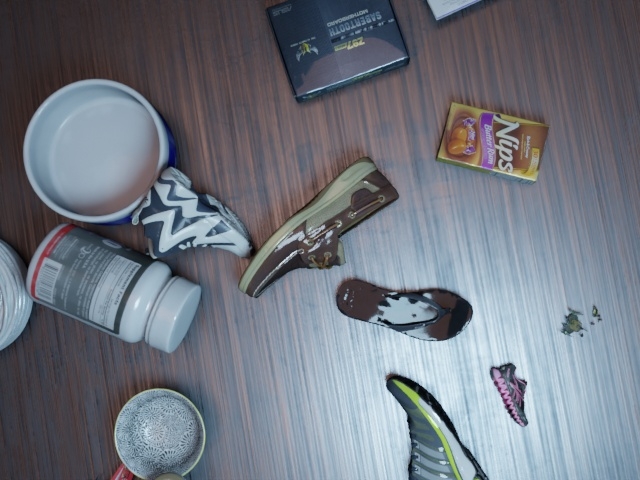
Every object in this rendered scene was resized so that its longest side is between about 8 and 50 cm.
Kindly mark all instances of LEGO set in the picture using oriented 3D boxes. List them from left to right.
[{"bbox_3d":[0.474,0.150,1.405,0.083,0.023,0.054,-7,89,-8],"label":"LEGO set"}]

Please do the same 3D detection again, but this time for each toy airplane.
[{"bbox_3d":[-0.369,0.494,1.457,0.151,0.028,0.151,0,88,6],"label":"toy airplane"}]

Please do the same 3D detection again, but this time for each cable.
[{"bbox_3d":[-0.688,0.108,1.477,0.257,0.089,0.257,43,92,5],"label":"cable"}]

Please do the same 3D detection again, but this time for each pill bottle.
[{"bbox_3d":[-0.376,0.090,1.413,0.283,0.161,0.161,22,89,5],"label":"pill bottle"}]

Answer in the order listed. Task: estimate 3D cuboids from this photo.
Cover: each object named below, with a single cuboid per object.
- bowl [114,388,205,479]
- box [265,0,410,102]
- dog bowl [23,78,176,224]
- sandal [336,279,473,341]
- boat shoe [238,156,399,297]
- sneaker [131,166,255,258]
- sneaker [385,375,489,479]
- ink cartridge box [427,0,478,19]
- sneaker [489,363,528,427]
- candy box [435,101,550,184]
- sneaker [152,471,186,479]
[{"bbox_3d":[-0.290,0.357,1.431,0.170,0.080,0.170,0,87,5],"label":"bowl"},{"bbox_3d":[0.033,-0.386,1.451,0.232,0.059,0.184,-18,87,4],"label":"box"},{"bbox_3d":[-0.408,-0.161,1.437,0.264,0.104,0.265,0,86,4],"label":"dog bowl"},{"bbox_3d":[0.154,0.132,1.415,0.254,0.054,0.097,7,88,6],"label":"sandal"},{"bbox_3d":[0.000,0.000,1.407,0.342,0.123,0.123,-42,83,-4],"label":"boat shoe"},{"bbox_3d":[-0.244,-0.010,1.411,0.153,0.094,0.235,-42,128,11],"label":"sneaker"},{"bbox_3d":[0.196,0.382,1.375,0.121,0.111,0.300,-33,83,7],"label":"sneaker"},{"bbox_3d":[0.268,-0.542,1.445,0.206,0.045,0.208,-23,84,3],"label":"ink cartridge box"},{"bbox_3d":[0.358,0.281,1.398,0.057,0.047,0.119,-23,86,-8],"label":"sneaker"},{"bbox_3d":[0.318,-0.180,1.419,0.186,0.053,0.109,14,88,4],"label":"candy box"},{"bbox_3d":[-0.304,0.553,1.394,0.099,0.153,0.282,19,82,8],"label":"sneaker"}]
